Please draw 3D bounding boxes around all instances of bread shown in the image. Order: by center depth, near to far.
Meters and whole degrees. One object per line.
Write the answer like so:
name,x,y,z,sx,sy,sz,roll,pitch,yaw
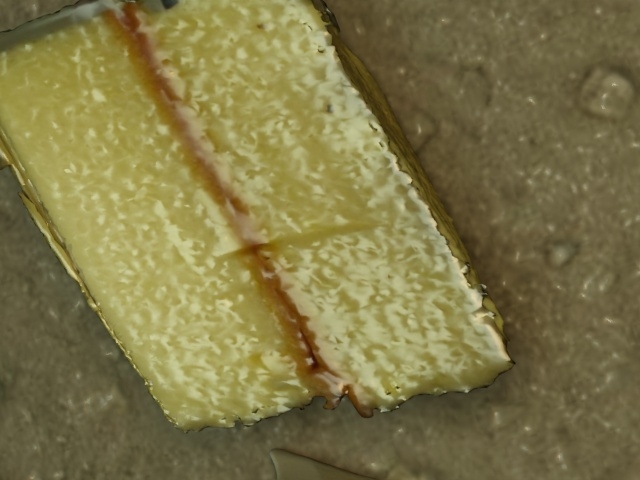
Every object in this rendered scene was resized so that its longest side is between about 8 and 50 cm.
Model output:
bread,-0.086,-0.030,1.365,0.346,0.242,0.405,-28,49,13

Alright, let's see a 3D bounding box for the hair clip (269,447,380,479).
hair clip,0.050,0.290,1.400,0.113,0.172,0.282,-39,87,24
